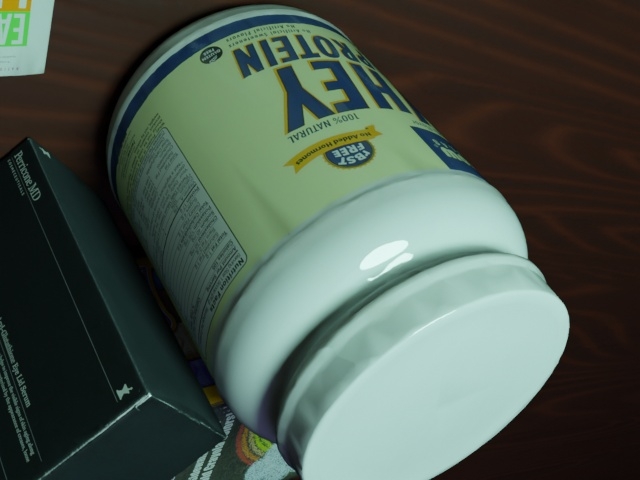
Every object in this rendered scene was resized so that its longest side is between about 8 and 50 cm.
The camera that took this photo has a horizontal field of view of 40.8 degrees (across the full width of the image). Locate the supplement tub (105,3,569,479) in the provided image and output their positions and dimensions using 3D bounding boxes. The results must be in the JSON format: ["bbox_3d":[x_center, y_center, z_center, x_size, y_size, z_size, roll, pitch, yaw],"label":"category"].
[{"bbox_3d":[0.000,0.000,0.635,0.235,0.325,0.235,-22,141,-19],"label":"supplement tub"}]

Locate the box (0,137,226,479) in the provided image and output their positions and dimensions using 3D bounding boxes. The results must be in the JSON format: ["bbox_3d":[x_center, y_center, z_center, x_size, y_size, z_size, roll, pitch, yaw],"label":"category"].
[{"bbox_3d":[-0.210,0.080,0.610,0.184,0.261,0.103,-39,143,5],"label":"box"}]

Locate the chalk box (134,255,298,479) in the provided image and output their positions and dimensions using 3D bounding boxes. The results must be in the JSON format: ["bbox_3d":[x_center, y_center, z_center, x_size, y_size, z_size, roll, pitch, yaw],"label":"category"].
[{"bbox_3d":[-0.145,0.133,0.775,0.289,0.179,0.180,-8,136,-36],"label":"chalk box"}]

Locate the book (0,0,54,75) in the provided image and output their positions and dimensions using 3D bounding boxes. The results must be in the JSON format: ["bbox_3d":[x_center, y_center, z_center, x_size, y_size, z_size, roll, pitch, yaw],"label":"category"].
[{"bbox_3d":[-0.212,-0.171,0.534,0.096,0.035,0.144,-10,134,-36],"label":"book"}]
